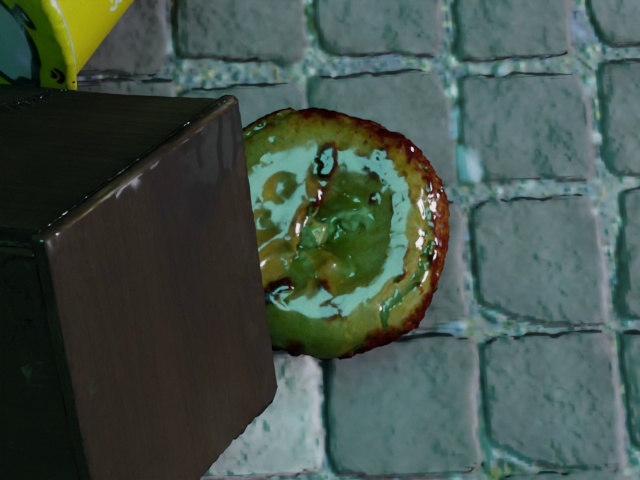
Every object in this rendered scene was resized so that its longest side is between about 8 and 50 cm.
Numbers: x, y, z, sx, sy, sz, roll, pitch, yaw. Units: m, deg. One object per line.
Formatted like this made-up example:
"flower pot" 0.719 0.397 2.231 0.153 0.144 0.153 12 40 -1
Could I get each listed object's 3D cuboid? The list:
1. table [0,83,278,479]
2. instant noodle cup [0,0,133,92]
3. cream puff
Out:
"table" -0.153 0.032 0.874 0.193 0.169 0.172 7 28 27
"instant noodle cup" -0.177 -0.255 0.987 0.325 0.325 0.254 38 67 10
"cream puff" 0.000 0.000 1.017 0.149 0.084 0.149 0 76 2
